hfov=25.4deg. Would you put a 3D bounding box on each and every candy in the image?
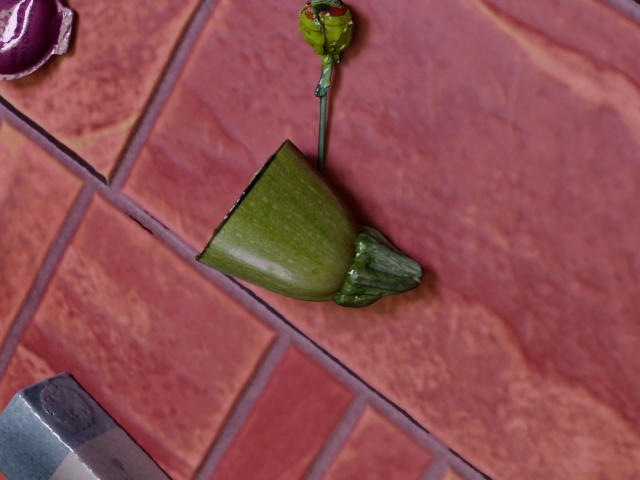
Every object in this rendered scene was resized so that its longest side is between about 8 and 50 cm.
[{"bbox_3d":[0.001,-0.104,0.958,0.035,0.035,0.123,33,126,51],"label":"candy"}]

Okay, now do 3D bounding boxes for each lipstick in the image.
[{"bbox_3d":[-0.117,0.235,1.051,0.317,0.066,0.068,44,114,13],"label":"lipstick"}]

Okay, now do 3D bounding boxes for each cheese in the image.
[{"bbox_3d":[-0.254,-0.167,1.045,0.145,0.038,0.095,12,100,-1],"label":"cheese"}]

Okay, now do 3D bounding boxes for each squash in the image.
[{"bbox_3d":[-0.002,0.008,0.955,0.132,0.105,0.105,35,114,-3],"label":"squash"}]
